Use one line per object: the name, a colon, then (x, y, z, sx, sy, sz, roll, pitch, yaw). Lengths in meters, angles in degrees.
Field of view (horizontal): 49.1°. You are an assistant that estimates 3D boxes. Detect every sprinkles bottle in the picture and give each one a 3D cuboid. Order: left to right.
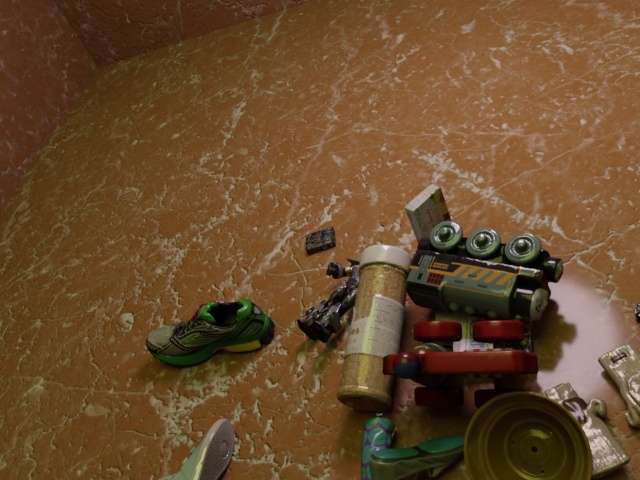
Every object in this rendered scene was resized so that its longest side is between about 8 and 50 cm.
sprinkles bottle: (0.123, 0.187, 1.537, 0.121, 0.121, 0.355, -4, 57, 27)

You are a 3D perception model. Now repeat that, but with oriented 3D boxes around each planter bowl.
planter bowl: (0.371, 0.375, 1.238, 0.217, 0.090, 0.217, -4, 80, 27)

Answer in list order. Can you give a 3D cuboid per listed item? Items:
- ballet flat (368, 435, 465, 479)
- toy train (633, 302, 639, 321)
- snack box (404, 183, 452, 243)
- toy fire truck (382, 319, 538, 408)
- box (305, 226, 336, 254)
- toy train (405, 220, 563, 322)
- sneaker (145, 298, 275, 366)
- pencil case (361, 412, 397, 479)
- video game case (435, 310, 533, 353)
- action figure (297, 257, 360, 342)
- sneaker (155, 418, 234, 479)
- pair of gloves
ballet flat: (0.189, 0.420, 1.328, 0.213, 0.068, 0.072, -4, 5, -21)
toy train: (0.693, 0.111, 1.417, 0.158, 0.027, 0.036, -35, 36, -9)
snack box: (0.273, -0.058, 1.757, 0.100, 0.141, 0.037, -40, 41, -14)
toy fire truck: (0.255, 0.231, 1.327, 0.302, 0.254, 0.169, -5, 76, 27)
box: (0.000, 0.000, 1.951, 0.083, 0.018, 0.067, -18, 40, 12)
toy train: (0.345, 0.076, 1.517, 0.333, 0.142, 0.190, 11, 64, 35)
sneaker: (-0.297, 0.216, 1.788, 0.343, 0.146, 0.134, -16, 40, 16)
pencil case: (0.116, 0.424, 1.383, 0.070, 0.064, 0.152, -10, 43, 16)
video game case: (0.354, 0.181, 1.527, 0.210, 0.042, 0.232, -9, 42, 22)
action figure: (0.071, 0.125, 1.713, 0.185, 0.099, 0.285, 14, 51, 46)
sneaker: (-0.294, 0.496, 1.521, 0.151, 0.094, 0.256, -4, 43, 31)
pair of gloves: (0.534, 0.311, 1.282, 0.240, 0.042, 0.204, -30, 35, -5)
